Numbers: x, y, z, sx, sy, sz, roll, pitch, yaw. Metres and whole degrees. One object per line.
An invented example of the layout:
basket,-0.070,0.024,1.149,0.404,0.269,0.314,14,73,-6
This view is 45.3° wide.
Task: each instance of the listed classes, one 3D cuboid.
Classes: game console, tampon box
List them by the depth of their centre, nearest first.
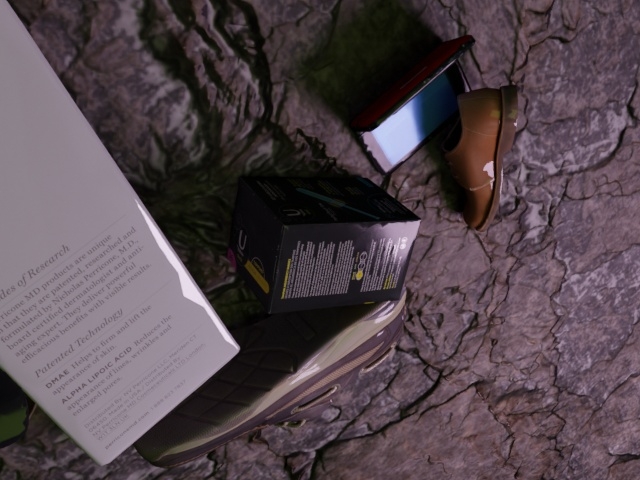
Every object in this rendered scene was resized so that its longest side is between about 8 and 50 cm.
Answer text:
tampon box,0.000,0.000,0.816,0.161,0.120,0.101,-3,118,-28
game console,0.112,-0.139,0.824,0.144,0.124,0.085,-41,103,-2

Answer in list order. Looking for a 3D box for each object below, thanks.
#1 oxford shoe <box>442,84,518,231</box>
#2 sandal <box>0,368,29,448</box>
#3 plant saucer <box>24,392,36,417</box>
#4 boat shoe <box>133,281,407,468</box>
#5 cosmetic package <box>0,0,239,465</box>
oxford shoe,0.179,-0.093,0.899,0.076,0.076,0.212,0,136,5
sandal,-0.349,0.111,0.688,0.097,0.054,0.254,-29,128,-12
plant saucer,-0.366,0.149,0.755,0.168,0.029,0.168,-15,125,-23
boat shoe,-0.041,0.162,0.884,0.355,0.132,0.130,-30,128,-10
cosmetic package,-0.243,-0.031,0.587,0.156,0.217,0.385,-41,129,-16
